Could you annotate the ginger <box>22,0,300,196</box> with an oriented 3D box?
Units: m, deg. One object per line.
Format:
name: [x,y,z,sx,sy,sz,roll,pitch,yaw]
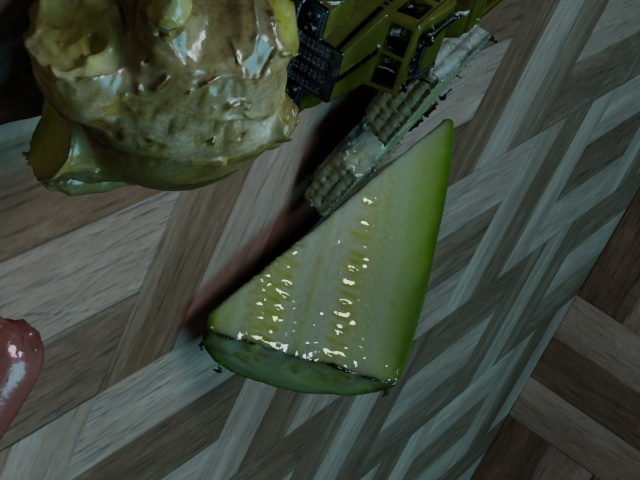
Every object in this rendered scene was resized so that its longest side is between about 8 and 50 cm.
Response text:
ginger: [-0.084,-0.087,0.882,0.216,0.157,0.102,109,-24,-67]

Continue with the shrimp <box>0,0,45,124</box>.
shrimp: [-0.122,-0.138,0.937,0.289,0.075,0.178,-35,162,-52]

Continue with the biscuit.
biscuit: [0.075,-0.121,1.441,0.147,0.046,0.250,-45,179,-35]

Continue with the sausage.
sausage: [-0.241,0.119,1.101,0.154,0.062,0.062,-57,164,8]

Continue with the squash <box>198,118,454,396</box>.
squash: [0.000,0.000,1.550,0.111,0.203,0.289,136,-32,-62]

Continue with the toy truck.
toy truck: [0.059,-0.185,1.257,0.257,0.127,0.127,-36,157,-40]
